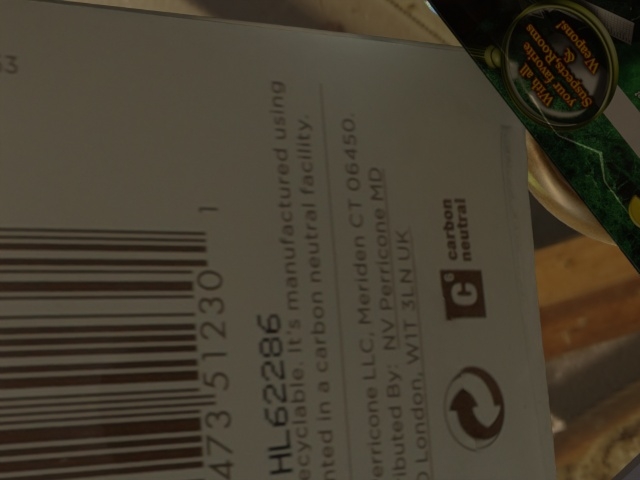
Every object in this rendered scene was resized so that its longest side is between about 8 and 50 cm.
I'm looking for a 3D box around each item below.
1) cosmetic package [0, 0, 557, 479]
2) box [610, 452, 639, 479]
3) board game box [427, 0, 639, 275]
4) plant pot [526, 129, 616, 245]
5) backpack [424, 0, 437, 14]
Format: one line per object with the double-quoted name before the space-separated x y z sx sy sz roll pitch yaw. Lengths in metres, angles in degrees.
"cosmetic package" -0.127 0.089 0.716 0.327 0.329 0.394 0 -8 -34
"box" 0.403 0.256 1.318 0.295 0.293 0.073 -43 -77 3
"board game box" 0.124 -0.093 0.532 0.136 0.259 0.030 -43 -12 35
"plant pot" 0.251 -0.105 1.016 0.236 0.032 0.236 2 -79 8
"backpack" 0.130 -0.283 1.178 0.158 0.173 0.117 10 -1 37
